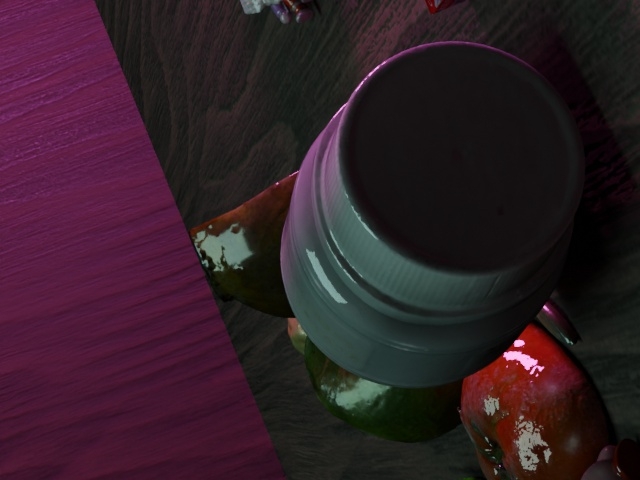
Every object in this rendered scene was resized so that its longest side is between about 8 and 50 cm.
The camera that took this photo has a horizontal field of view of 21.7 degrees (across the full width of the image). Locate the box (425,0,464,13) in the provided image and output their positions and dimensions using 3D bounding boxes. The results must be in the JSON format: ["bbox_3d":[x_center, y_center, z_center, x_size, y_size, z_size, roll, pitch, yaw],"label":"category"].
[{"bbox_3d":[0.123,-0.252,1.409,0.218,0.039,0.055,129,118,-76],"label":"box"}]

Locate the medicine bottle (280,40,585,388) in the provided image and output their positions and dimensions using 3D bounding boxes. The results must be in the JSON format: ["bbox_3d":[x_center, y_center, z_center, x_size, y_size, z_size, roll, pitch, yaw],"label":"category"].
[{"bbox_3d":[0.095,-0.018,1.438,0.306,0.245,0.245,106,141,-71],"label":"medicine bottle"}]

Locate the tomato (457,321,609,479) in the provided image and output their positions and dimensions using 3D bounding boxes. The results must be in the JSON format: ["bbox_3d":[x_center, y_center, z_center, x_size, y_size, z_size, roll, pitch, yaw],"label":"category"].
[{"bbox_3d":[0.210,0.200,1.666,0.237,0.095,0.237,158,90,-77],"label":"tomato"}]

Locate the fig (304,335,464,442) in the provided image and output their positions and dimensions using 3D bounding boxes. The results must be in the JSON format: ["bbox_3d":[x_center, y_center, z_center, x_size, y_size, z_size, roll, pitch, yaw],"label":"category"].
[{"bbox_3d":[0.120,0.135,1.833,0.235,0.203,0.203,25,-161,-38],"label":"fig"}]

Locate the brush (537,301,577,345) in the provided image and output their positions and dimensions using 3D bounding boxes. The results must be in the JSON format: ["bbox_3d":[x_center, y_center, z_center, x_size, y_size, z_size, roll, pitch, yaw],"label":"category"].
[{"bbox_3d":[0.199,0.050,1.635,0.196,0.021,0.070,-128,19,-52],"label":"brush"}]

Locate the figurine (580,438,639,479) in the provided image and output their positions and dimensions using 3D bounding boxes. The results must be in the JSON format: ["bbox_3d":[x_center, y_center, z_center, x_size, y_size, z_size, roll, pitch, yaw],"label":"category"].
[{"bbox_3d":[0.270,0.229,1.523,0.071,0.067,0.083,131,136,-54],"label":"figurine"}]

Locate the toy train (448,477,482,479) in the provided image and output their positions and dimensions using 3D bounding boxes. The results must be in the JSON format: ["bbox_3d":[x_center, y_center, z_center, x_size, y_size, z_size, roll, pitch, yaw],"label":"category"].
[{"bbox_3d":[0.159,0.345,1.988,0.296,0.160,0.101,146,109,-77],"label":"toy train"}]

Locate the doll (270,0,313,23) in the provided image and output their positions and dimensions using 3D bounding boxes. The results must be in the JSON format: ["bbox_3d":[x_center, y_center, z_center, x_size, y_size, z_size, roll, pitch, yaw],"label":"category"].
[{"bbox_3d":[-0.077,-0.353,2.036,0.227,0.075,0.102,50,144,26],"label":"doll"}]

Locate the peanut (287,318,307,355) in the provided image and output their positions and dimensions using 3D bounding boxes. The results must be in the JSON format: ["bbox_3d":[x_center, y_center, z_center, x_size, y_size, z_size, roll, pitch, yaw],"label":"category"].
[{"bbox_3d":[0.024,0.078,2.111,0.291,0.159,0.143,-135,30,-62],"label":"peanut"}]

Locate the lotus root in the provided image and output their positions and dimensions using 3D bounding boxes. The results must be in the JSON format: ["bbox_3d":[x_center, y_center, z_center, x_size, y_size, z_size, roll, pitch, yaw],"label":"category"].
[{"bbox_3d":[-0.010,0.002,1.888,0.267,0.260,0.149,120,127,-75],"label":"lotus root"}]

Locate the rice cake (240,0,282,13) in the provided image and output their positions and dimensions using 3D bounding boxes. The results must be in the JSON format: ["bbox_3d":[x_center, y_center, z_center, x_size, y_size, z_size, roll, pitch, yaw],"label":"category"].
[{"bbox_3d":[-0.080,-0.390,1.937,0.127,0.043,0.237,-15,99,43],"label":"rice cake"}]
